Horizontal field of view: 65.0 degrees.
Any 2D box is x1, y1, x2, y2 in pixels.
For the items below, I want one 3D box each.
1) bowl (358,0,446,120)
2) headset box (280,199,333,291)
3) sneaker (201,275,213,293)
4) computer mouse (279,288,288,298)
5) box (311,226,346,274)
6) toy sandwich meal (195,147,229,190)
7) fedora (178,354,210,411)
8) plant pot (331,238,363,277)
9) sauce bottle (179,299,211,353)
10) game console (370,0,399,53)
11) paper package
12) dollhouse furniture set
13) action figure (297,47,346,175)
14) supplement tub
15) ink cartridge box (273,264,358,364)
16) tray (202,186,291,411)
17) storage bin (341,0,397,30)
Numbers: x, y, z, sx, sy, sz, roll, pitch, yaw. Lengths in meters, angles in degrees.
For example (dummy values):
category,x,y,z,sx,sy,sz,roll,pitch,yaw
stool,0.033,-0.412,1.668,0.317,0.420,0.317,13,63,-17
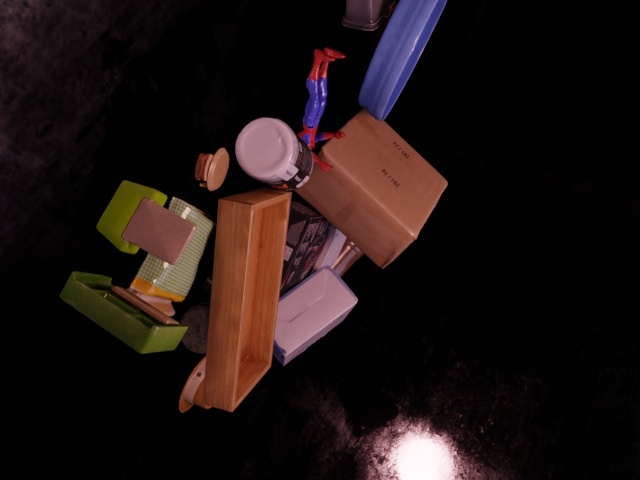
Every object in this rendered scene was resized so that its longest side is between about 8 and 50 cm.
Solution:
category,x,y,z,sx,sy,sz,roll,pitch,yaw
bowl,0.206,-0.480,1.212,0.390,0.077,0.391,-61,176,-7
headset box,-0.068,0.005,1.387,0.217,0.110,0.293,-65,167,13
sneaker,-0.241,0.103,1.112,0.035,0.031,0.083,-47,160,-8
computer mouse,-0.144,0.180,1.602,0.192,0.042,0.106,-59,166,-11
box,0.000,0.000,1.623,0.181,0.119,0.181,-67,166,18
toy sandwich meal,-0.185,-0.123,0.862,0.085,0.029,0.085,18,90,-84
fedora,-0.297,0.385,1.349,0.194,0.079,0.194,-58,167,-22
plant pot,0.064,0.055,1.926,0.165,0.167,0.167,-51,164,-16
sauce bottle,-0.211,0.185,1.211,0.111,0.112,0.344,-64,168,6
game console,0.183,-0.541,1.284,0.124,0.085,0.144,-24,149,-27
paper package,0.142,-0.150,1.347,0.168,0.325,0.309,-46,-177,46
dollhouse furniture set,-0.218,0.049,0.801,0.197,0.151,0.301,-62,167,-3
action figure,0.013,-0.263,1.119,0.091,0.139,0.280,-42,158,-54
supplement tub,-0.081,-0.161,0.986,0.116,0.117,0.190,-63,166,3
ink cartridge box,-0.054,0.253,1.589,0.270,0.151,0.395,-35,166,-15
tray,-0.148,0.108,1.017,0.203,0.076,0.410,-37,137,-70
storage bin,0.110,-0.522,1.065,0.135,0.098,0.091,-55,155,-30
